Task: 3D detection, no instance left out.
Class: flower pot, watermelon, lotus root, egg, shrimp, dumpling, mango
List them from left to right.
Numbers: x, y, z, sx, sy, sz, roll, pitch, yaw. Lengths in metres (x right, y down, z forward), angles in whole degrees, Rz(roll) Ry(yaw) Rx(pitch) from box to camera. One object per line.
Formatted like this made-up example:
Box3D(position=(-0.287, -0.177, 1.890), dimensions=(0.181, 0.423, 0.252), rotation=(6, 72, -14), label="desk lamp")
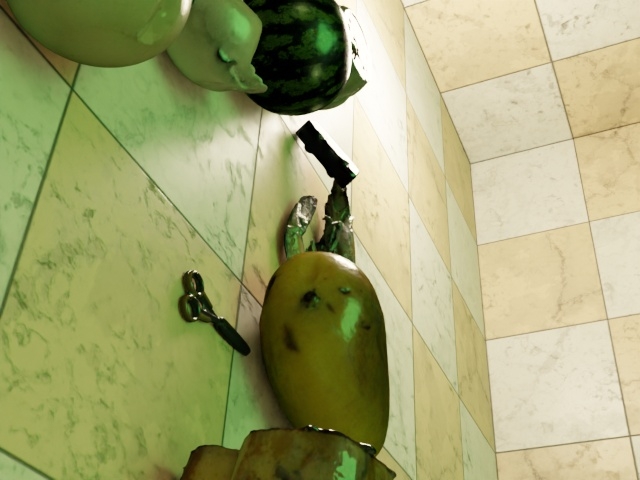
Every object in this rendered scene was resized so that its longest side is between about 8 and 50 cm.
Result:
Box3D(position=(-0.280, -0.331, 1.081), dimensions=(0.269, 0.219, 0.219), rotation=(-19, 96, -69), label="egg")
Box3D(position=(-0.194, -0.370, 1.461), dimensions=(0.227, 0.175, 0.244), rotation=(-134, -142, -70), label="dumpling")
Box3D(position=(-0.067, 0.390, 1.106), dimensions=(0.316, 0.316, 0.250), rotation=(63, 31, -33), label="lotus root")
Box3D(position=(-0.059, -0.382, 1.677), dimensions=(0.269, 0.268, 0.269), rotation=(-13, 90, -70), label="watermelon")
Box3D(position=(-0.004, -0.415, 1.912), dimensions=(0.246, 0.195, 0.246), rotation=(-12, 90, -70), label="flower pot")
Box3D(position=(0.000, 0.000, 1.858), dimensions=(0.272, 0.085, 0.445), rotation=(53, 33, -37), label="shrimp")
Box3D(position=(0.020, 0.233, 1.572), dimensions=(0.301, 0.220, 0.445), rotation=(-79, 160, -58), label="mango")

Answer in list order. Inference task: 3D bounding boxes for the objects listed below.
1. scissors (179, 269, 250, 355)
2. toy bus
Box3D(position=(-0.168, 0.135, 1.393), dimensions=(0.220, 0.017, 0.088), rotation=(55, 29, -47), label="scissors")
Box3D(position=(0.018, -0.201, 1.951), dimensions=(0.172, 0.057, 0.072), rotation=(49, 22, 1), label="toy bus")
